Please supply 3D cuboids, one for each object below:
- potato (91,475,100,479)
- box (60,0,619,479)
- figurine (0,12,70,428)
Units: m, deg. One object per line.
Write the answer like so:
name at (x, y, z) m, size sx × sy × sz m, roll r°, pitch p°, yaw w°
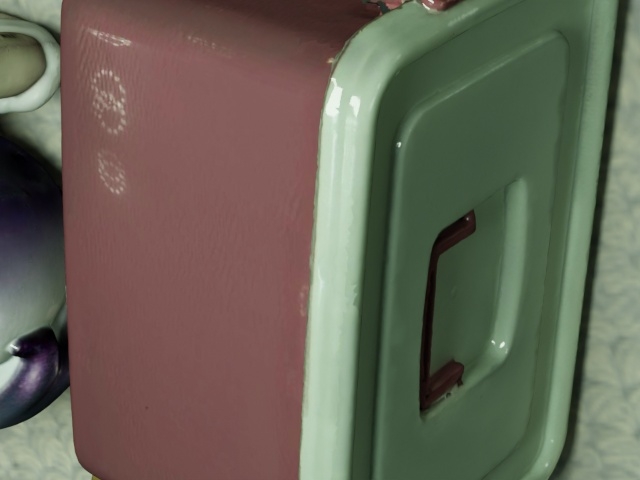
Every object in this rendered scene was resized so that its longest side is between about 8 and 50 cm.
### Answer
potato at (-0.111, 0.143, 1.084) m, size 0.037 × 0.036 × 0.093 m, roll 7°, pitch 119°, yaw 27°
box at (0.000, 0.000, 0.840) m, size 0.167 × 0.193 × 0.294 m, roll 21°, pitch 124°, yaw 30°
figurine at (-0.178, -0.009, 1.003) m, size 0.145 × 0.145 × 0.222 m, roll 17°, pitch 112°, yaw 26°
